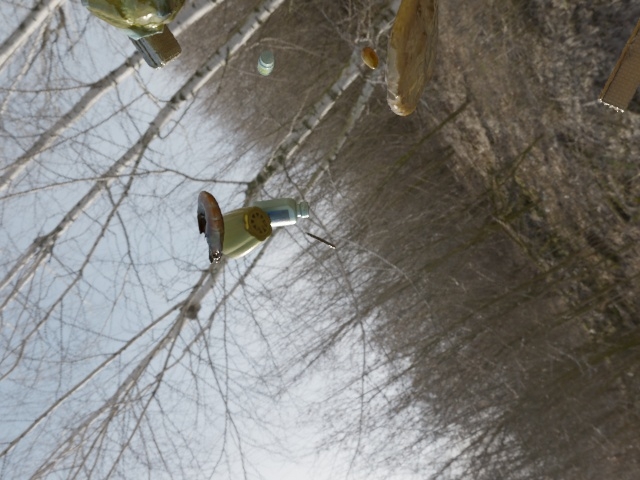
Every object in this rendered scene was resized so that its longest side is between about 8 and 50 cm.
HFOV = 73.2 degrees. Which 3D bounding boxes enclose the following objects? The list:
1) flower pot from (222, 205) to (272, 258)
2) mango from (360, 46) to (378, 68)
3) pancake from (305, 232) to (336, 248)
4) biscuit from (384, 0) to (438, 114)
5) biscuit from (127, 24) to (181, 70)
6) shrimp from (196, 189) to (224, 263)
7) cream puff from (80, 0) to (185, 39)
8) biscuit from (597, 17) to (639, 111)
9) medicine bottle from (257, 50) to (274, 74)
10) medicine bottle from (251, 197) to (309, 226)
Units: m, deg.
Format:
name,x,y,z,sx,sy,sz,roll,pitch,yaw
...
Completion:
name,x,y,z,sx,sy,sz,roll,pitch,yaw
flower pot,-0.290,-0.043,1.661,0.195,0.179,0.195,22,-121,-42
mango,0.186,-0.684,1.619,0.089,0.060,0.046,65,153,3
pancake,0.001,-0.001,1.369,0.114,0.011,0.115,26,-179,0
biscuit,0.331,-0.669,1.509,0.429,0.103,0.446,71,-141,-58
biscuit,-0.604,-0.747,1.336,0.426,0.078,0.144,56,-147,-27
shrimp,-0.351,-0.040,1.369,0.150,0.068,0.249,27,124,51
cream puff,-0.516,-0.742,1.127,0.378,0.275,0.379,-173,90,-89
biscuit,1.063,-0.611,1.452,0.094,0.379,0.054,27,180,8
medicine bottle,-0.162,-0.529,1.285,0.047,0.047,0.083,53,172,-8
medicine bottle,-0.162,-0.116,1.776,0.121,0.228,0.083,81,-176,-50
